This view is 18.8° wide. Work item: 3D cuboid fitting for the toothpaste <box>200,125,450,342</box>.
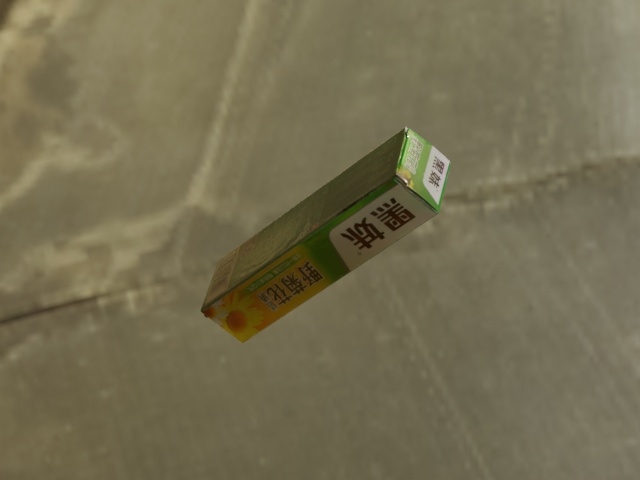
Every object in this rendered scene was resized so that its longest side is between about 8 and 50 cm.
[{"bbox_3d":[0.000,0.000,1.099,0.178,0.037,0.043,-34,25,40],"label":"toothpaste"}]
